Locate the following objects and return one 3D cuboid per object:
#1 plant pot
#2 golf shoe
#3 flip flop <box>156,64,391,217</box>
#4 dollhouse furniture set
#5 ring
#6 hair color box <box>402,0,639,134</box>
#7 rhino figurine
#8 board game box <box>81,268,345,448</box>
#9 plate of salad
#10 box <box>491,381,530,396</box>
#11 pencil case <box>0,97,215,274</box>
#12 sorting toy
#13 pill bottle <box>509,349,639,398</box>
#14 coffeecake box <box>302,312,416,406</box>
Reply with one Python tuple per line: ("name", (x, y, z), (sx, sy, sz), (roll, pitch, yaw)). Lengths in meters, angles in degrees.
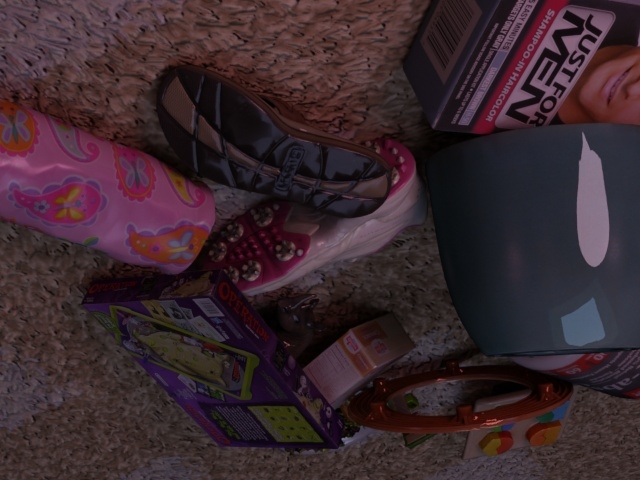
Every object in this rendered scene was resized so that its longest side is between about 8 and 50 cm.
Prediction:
("plant pot", (0.273, 0.016, 1.114), (0.293, 0.235, 0.293), (-2, 170, 0))
("golf shoe", (0.000, 0.000, 1.183), (0.306, 0.115, 0.140), (-28, 144, 13))
("flip flop", (-0.049, -0.109, 1.045), (0.277, 0.080, 0.112), (19, 121, -18))
("dollhouse furniture set", (0.135, 0.302, 1.619), (0.058, 0.076, 0.152), (-32, 140, 18))
("ring", (0.206, 0.224, 1.434), (0.337, 0.032, 0.336), (-7, -176, 1))
("hair color box", (0.301, -0.210, 1.051), (0.374, 0.113, 0.185), (2, 137, -25))
("rhino figurine", (-0.069, 0.144, 1.350), (0.106, 0.073, 0.243), (16, 132, -28))
("board game box", (-0.131, 0.167, 1.255), (0.208, 0.056, 0.347), (-9, 135, 27))
("plate of salad", (0.019, 0.317, 1.613), (0.200, 0.048, 0.200), (-12, 141, -10))
("box", (0.343, 0.294, 1.712), (0.062, 0.052, 0.083), (-12, 140, -9))
("pencil case", (-0.252, -0.053, 1.016), (0.284, 0.124, 0.124), (20, 127, -37))
("sorting toy", (0.352, 0.322, 1.675), (0.193, 0.038, 0.208), (-9, 140, -12))
("pill bottle", (0.431, 0.120, 1.416), (0.363, 0.210, 0.210), (21, 127, -38))
("coffeecake box", (0.031, 0.195, 1.411), (0.185, 0.068, 0.142), (-42, 165, 26))
